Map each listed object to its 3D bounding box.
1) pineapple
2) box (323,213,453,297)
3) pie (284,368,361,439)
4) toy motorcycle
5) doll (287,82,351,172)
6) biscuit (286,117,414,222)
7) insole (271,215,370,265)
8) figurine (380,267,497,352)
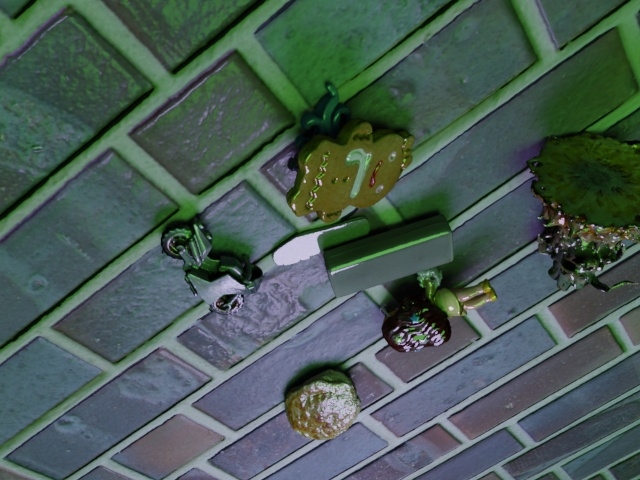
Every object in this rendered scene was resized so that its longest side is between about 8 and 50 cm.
[{"bbox_3d":[0.492,-0.024,1.082,0.262,0.263,0.272,-12,140,-5],"label":"pineapple"},{"bbox_3d":[0.130,0.030,1.107,0.243,0.055,0.103,-17,137,-1],"label":"box"},{"bbox_3d":[0.003,0.370,1.326,0.163,0.079,0.193,33,114,-21],"label":"pie"},{"bbox_3d":[-0.183,0.047,1.031,0.122,0.080,0.215,-27,124,7],"label":"toy motorcycle"},{"bbox_3d":[0.004,-0.148,0.940,0.109,0.067,0.206,0,115,-27],"label":"doll"},{"bbox_3d":[0.057,-0.109,0.937,0.248,0.035,0.184,-11,133,-41],"label":"biscuit"},{"bbox_3d":[0.000,0.000,1.084,0.191,0.010,0.063,-20,130,0],"label":"insole"},{"bbox_3d":[0.234,0.141,1.185,0.240,0.116,0.175,-34,128,11],"label":"figurine"}]
